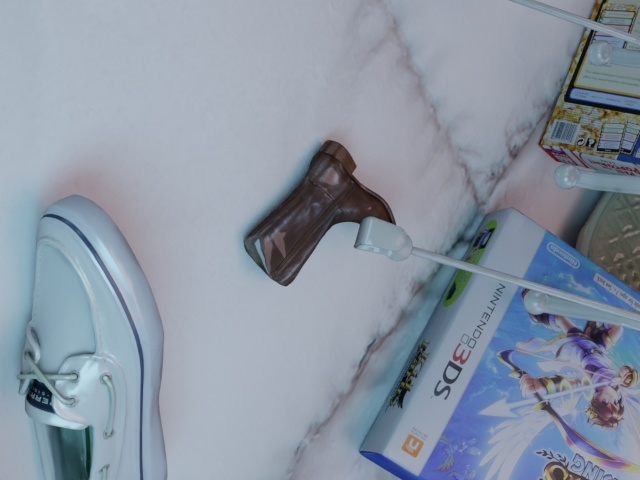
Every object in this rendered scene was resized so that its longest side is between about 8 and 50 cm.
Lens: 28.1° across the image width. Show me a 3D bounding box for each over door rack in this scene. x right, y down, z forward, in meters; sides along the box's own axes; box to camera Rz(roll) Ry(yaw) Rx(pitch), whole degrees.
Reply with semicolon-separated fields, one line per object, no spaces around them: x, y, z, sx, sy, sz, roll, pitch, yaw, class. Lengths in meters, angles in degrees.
0.185;-0.066;1.009;0.324;0.108;0.239;18;83;-23;over door rack

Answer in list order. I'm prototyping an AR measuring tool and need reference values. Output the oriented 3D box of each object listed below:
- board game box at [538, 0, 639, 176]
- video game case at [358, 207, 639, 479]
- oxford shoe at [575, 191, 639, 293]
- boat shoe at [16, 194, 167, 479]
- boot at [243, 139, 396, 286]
0.301;-0.153;1.159;0.045;0.147;0.193;30;80;-50;board game box
0.206;0.145;1.109;0.269;0.061;0.244;33;75;-11;video game case
0.295;0.089;1.269;0.169;0.130;0.449;27;69;-6;oxford shoe
-0.142;0.086;0.772;0.076;0.083;0.226;-35;128;-39;boat shoe
0.000;0.000;0.945;0.106;0.037;0.114;52;60;-31;boot
